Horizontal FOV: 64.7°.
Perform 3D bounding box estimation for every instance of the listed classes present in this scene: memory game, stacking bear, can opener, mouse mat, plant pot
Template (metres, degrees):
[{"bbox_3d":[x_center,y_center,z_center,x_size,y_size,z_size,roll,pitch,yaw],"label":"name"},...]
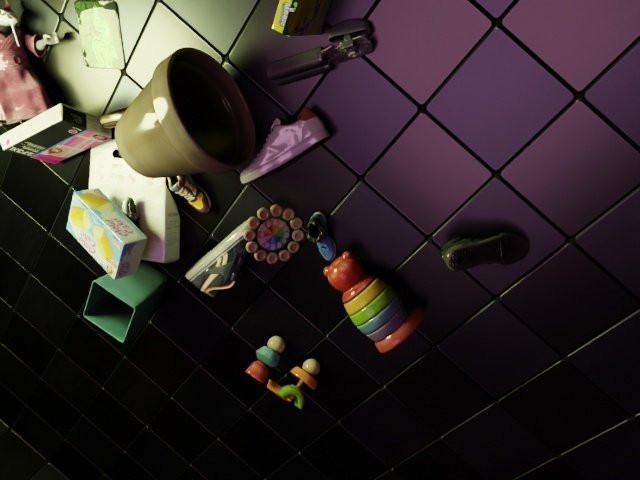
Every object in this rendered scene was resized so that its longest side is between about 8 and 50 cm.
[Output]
[{"bbox_3d":[-0.137,-0.017,1.495,0.186,0.012,0.186,-7,111,-17],"label":"memory game"},{"bbox_3d":[0.135,0.164,1.456,0.289,0.164,0.175,49,120,1],"label":"stacking bear"},{"bbox_3d":[-0.003,-0.477,1.281,0.284,0.076,0.095,-8,77,25],"label":"can opener"},{"bbox_3d":[-0.654,-0.608,1.498,0.153,0.007,0.189,9,116,17],"label":"mouse mat"},{"bbox_3d":[-0.379,-0.299,1.350,0.280,0.323,0.323,-19,105,29],"label":"plant pot"},{"bbox_3d":[-0.638,0.187,1.712,0.165,0.234,0.165,33,119,5],"label":"plant pot"}]

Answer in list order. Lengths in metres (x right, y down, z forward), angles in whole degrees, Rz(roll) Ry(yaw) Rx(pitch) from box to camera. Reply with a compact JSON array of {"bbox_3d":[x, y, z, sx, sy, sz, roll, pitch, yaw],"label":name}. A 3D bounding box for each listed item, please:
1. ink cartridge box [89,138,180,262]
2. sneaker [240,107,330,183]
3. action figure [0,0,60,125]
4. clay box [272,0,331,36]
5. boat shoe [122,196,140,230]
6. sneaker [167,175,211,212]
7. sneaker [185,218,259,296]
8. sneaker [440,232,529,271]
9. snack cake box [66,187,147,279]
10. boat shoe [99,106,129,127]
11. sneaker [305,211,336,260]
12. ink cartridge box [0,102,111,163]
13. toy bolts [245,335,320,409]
[{"bbox_3d":[-0.614,-0.134,1.670,0.308,0.091,0.384,7,98,19],"label":"ink cartridge box"},{"bbox_3d":[-0.118,-0.263,1.398,0.290,0.106,0.123,-29,92,20],"label":"sneaker"},{"bbox_3d":[-0.947,-0.546,1.574,0.276,0.248,0.370,20,115,58],"label":"action figure"},{"bbox_3d":[-0.040,-0.542,1.163,0.053,0.222,0.127,29,119,11],"label":"clay box"},{"bbox_3d":[-0.594,-0.069,1.601,0.040,0.049,0.142,5,106,13],"label":"boat shoe"},{"bbox_3d":[-0.418,-0.155,1.562,0.070,0.084,0.185,-33,98,29],"label":"sneaker"},{"bbox_3d":[-0.279,0.058,1.582,0.321,0.126,0.127,-38,102,29],"label":"sneaker"},{"bbox_3d":[0.420,0.020,1.326,0.228,0.130,0.087,-11,105,-4],"label":"sneaker"},{"bbox_3d":[-0.669,-0.023,1.576,0.264,0.089,0.152,40,122,19],"label":"snack cake box"},{"bbox_3d":[-0.546,-0.353,1.521,0.258,0.095,0.095,-3,117,22],"label":"boat shoe"},{"bbox_3d":[-0.001,0.000,1.470,0.058,0.084,0.152,-6,111,23],"label":"sneaker"},{"bbox_3d":[-0.862,-0.321,1.607,0.371,0.176,0.069,-12,78,27],"label":"ink cartridge box"},{"bbox_3d":[-0.127,0.433,1.714,0.228,0.158,0.218,38,161,-9],"label":"toy bolts"}]
